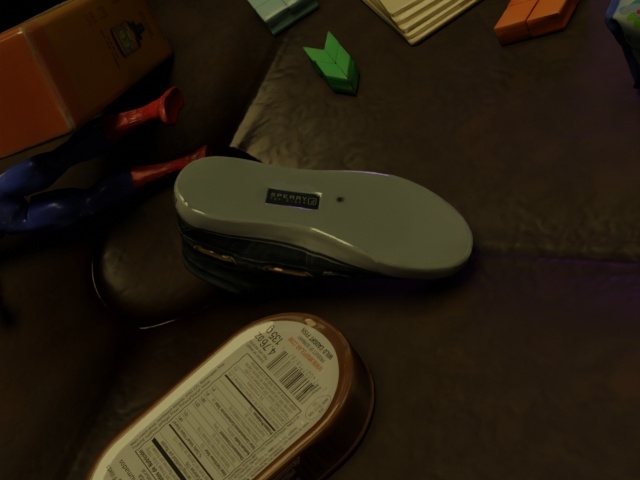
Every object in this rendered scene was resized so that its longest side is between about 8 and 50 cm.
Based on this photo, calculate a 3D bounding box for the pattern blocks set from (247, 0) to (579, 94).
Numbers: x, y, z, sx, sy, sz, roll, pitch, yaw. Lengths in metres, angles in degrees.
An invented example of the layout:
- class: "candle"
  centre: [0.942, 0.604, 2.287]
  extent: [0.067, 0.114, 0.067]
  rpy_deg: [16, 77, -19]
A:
- class: "pattern blocks set"
  centre: [0.107, -0.238, 0.864]
  extent: [0.325, 0.026, 0.285]
  rpy_deg: [-41, 45, -8]

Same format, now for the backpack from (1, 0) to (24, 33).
- class: "backpack"
  centre: [-0.341, -0.292, 0.967]
  extent: [0.263, 0.213, 0.276]
  rpy_deg: [-52, 30, 41]

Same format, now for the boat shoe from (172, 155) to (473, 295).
- class: "boat shoe"
  centre: [0.000, 0.000, 0.698]
  extent: [0.183, 0.083, 0.065]
  rpy_deg: [12, 56, 4]

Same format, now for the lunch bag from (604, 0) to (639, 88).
- class: "lunch bag"
  centre: [0.261, -0.161, 0.667]
  extent: [0.129, 0.096, 0.151]
  rpy_deg: [13, 70, 36]

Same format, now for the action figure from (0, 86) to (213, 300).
- class: "action figure"
  centre: [-0.223, -0.010, 0.792]
  extent: [0.280, 0.091, 0.139]
  rpy_deg: [-17, 31, 15]

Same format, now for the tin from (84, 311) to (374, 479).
- class: "tin"
  centre: [-0.055, 0.118, 0.643]
  extent: [0.190, 0.040, 0.106]
  rpy_deg: [-41, 41, -9]

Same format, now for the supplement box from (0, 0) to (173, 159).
- class: "supplement box"
  centre: [-0.187, -0.134, 0.830]
  extent: [0.080, 0.078, 0.233]
  rpy_deg: [-19, 17, 19]
